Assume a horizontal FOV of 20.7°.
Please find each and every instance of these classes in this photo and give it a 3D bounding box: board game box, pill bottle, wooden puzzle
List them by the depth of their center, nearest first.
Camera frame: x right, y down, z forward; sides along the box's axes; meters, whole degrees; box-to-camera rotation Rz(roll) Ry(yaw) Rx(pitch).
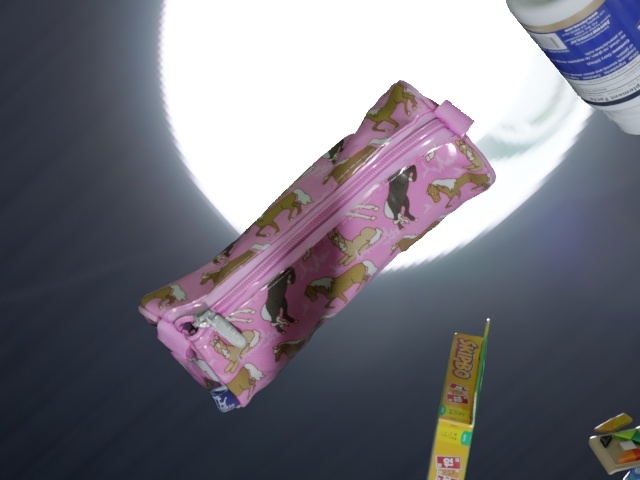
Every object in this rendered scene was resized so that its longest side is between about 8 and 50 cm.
[{"bbox_3d":[0.103,0.198,1.429,0.039,0.259,0.124,12,31,4],"label":"board game box"},{"bbox_3d":[0.363,0.246,2.078,0.116,0.078,0.014,-129,-154,-52],"label":"wooden puzzle"},{"bbox_3d":[0.352,-0.254,2.151,0.264,0.153,0.153,43,7,-39],"label":"pill bottle"}]

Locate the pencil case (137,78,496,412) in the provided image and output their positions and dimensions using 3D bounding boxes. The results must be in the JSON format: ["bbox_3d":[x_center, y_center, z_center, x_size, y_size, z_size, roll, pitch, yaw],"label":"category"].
[{"bbox_3d":[0.000,0.000,1.807,0.160,0.386,0.167,51,-4,-30],"label":"pencil case"}]

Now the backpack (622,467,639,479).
[{"bbox_3d":[0.557,0.426,2.594,0.263,0.213,0.276,41,30,27],"label":"backpack"}]
